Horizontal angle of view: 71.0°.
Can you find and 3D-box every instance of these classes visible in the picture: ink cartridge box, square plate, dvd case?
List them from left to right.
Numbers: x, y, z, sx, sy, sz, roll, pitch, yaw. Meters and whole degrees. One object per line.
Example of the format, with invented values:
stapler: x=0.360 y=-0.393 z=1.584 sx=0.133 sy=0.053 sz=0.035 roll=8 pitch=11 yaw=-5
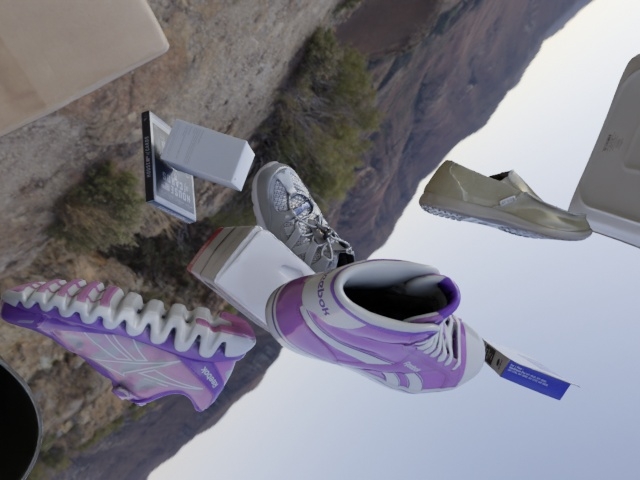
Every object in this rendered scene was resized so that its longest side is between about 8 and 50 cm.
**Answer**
dvd case: x=-0.379 y=-0.179 z=1.129 sx=0.030 sy=0.238 sz=0.179 roll=-14 pitch=163 yaw=13
ink cartridge box: x=-0.087 y=0.061 z=0.635 sx=0.092 sy=0.159 sz=0.218 roll=-53 pitch=-160 yaw=-16
ink cartridge box: x=0.557 y=0.356 z=1.250 sx=0.333 sy=0.166 sz=0.065 roll=24 pitch=87 yaw=-83
square plate: x=0.571 y=-0.153 z=0.746 sx=0.344 sy=0.049 sz=0.346 roll=-115 pitch=-141 yaw=-71

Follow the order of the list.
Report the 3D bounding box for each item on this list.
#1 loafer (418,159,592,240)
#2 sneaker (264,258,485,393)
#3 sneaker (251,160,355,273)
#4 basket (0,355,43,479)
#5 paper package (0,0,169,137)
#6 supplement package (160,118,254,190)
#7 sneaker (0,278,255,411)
loafer: x=0.290 y=-0.060 z=0.689 sx=0.102 sy=0.269 sz=0.091 roll=-147 pitch=-110 yaw=-85
sneaker: x=0.103 y=0.092 z=0.446 sx=0.161 sy=0.282 sz=0.102 roll=-30 pitch=-130 yaw=50
sneaker: x=0.000 y=0.000 z=0.692 sx=0.115 sy=0.281 sz=0.105 roll=-11 pitch=-155 yaw=48
basket: x=-0.334 y=0.086 z=0.314 sx=0.227 sy=0.204 sz=0.154 roll=20 pitch=-106 yaw=42
paper package: x=-0.388 y=-0.297 z=0.485 sx=0.168 sy=0.324 sz=0.309 roll=4 pitch=-140 yaw=38
supplement package: x=-0.265 y=-0.201 z=1.074 sx=0.105 sy=0.180 sz=0.105 roll=75 pitch=34 yaw=-82
sneaker: x=-0.189 y=0.106 z=0.440 sx=0.095 sy=0.237 sz=0.104 roll=-147 pitch=-105 yaw=-77
